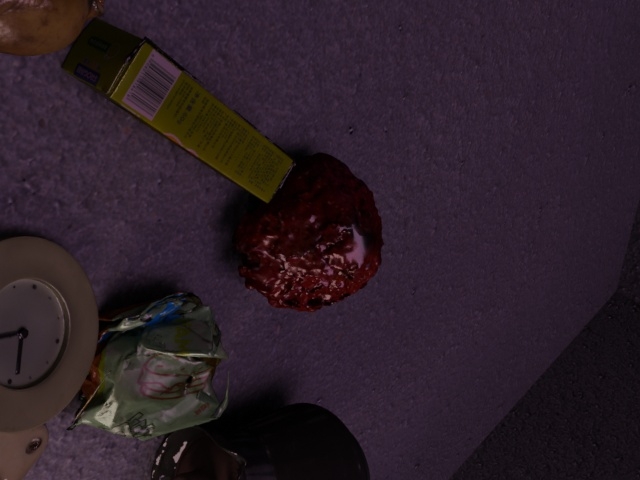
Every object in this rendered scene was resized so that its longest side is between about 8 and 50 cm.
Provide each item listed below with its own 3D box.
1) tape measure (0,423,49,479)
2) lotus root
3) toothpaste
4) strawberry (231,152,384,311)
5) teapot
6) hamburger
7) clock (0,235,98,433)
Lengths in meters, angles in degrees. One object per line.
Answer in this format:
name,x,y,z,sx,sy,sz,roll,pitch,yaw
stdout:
tape measure,-0.484,0.288,0.814,0.271,0.133,0.231,-52,145,-6
lotus root,-0.291,-0.246,0.669,0.221,0.118,0.125,-6,137,-45
toothpaste,-0.166,-0.155,0.887,0.077,0.110,0.327,-59,145,-2
strawberry,0.000,0.000,1.111,0.274,0.220,0.274,-27,130,-37
teapot,-0.136,0.471,1.278,0.362,0.305,0.376,16,132,-45
hamburger,-0.226,0.207,1.050,0.276,0.150,0.260,25,97,-55
clock,-0.360,0.110,0.827,0.235,0.029,0.235,0,90,-63
